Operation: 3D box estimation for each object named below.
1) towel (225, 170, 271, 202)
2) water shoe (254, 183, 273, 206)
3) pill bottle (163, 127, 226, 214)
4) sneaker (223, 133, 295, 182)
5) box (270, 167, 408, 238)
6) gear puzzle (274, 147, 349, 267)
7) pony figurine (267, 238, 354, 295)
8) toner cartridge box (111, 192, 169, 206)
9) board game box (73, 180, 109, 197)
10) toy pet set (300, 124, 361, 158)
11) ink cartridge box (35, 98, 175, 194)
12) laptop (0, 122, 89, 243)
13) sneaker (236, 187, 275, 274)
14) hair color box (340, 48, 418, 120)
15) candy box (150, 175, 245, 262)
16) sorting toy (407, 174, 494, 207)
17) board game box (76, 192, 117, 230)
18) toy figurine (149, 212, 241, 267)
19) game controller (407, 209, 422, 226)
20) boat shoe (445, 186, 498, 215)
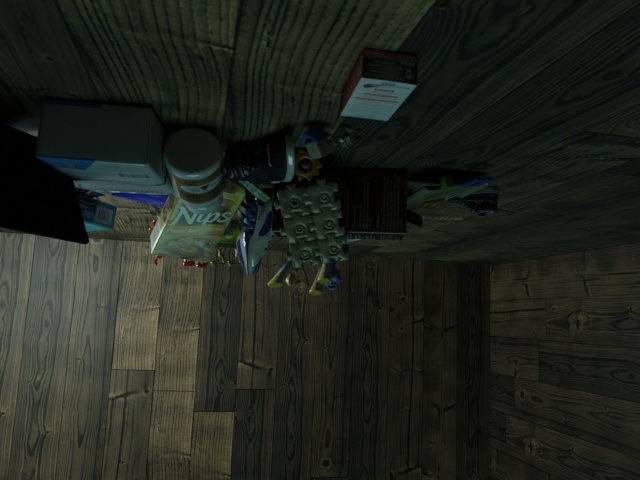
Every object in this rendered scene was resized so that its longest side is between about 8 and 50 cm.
[{"bbox_3d":[-0.210,-0.158,1.554,0.152,0.023,0.113,36,175,-9],"label":"towel"},{"bbox_3d":[-0.112,-0.143,1.740,0.203,0.080,0.073,0,172,18],"label":"water shoe"},{"bbox_3d":[-0.296,-0.157,1.324,0.131,0.131,0.229,3,156,-4],"label":"pill bottle"},{"bbox_3d":[-0.153,-0.190,1.319,0.147,0.104,0.296,0,178,-18],"label":"sneaker"},{"bbox_3d":[0.056,-0.103,1.581,0.381,0.191,0.143,2,172,3],"label":"box"},{"bbox_3d":[-0.029,-0.086,1.453,0.175,0.339,0.044,-10,-152,2],"label":"gear puzzle"},{"bbox_3d":[0.000,0.000,1.901,0.351,0.363,0.303,-7,145,23],"label":"pony figurine"},{"bbox_3d":[-0.474,-0.156,1.774,0.165,0.075,0.348,-3,171,38],"label":"toner cartridge box"},{"bbox_3d":[-0.796,-0.171,1.635,0.305,0.053,0.193,-4,163,37],"label":"board game box"},{"bbox_3d":[0.008,-0.232,1.228,0.114,0.065,0.122,-35,-159,-36],"label":"toy pet set"},{"bbox_3d":[-0.467,-0.201,1.254,0.223,0.129,0.307,3,173,-4],"label":"ink cartridge box"},{"bbox_3d":[-0.761,-0.154,1.164,0.236,0.408,0.382,-27,163,15],"label":"laptop"},{"bbox_3d":[-0.190,-0.036,1.902,0.182,0.315,0.127,-7,-152,-22],"label":"sneaker"},{"bbox_3d":[0.096,-0.261,0.936,0.093,0.053,0.167,5,173,-9],"label":"hair color box"},{"bbox_3d":[-0.377,-0.075,1.658,0.183,0.087,0.316,11,132,-32],"label":"candy box"},{"bbox_3d":[0.356,-0.151,1.589,0.196,0.047,0.348,-8,174,-13],"label":"sorting toy"},{"bbox_3d":[-0.842,-0.094,1.685,0.336,0.079,0.254,-2,164,33],"label":"board game box"},{"bbox_3d":[-0.373,-0.014,1.871,0.363,0.191,0.217,5,167,-36],"label":"toy figurine"},{"bbox_3d":[0.235,-0.103,1.800,0.166,0.067,0.319,38,-170,24],"label":"game controller"},{"bbox_3d":[0.474,-0.117,1.733,0.065,0.083,0.183,10,169,-42],"label":"boat shoe"}]
